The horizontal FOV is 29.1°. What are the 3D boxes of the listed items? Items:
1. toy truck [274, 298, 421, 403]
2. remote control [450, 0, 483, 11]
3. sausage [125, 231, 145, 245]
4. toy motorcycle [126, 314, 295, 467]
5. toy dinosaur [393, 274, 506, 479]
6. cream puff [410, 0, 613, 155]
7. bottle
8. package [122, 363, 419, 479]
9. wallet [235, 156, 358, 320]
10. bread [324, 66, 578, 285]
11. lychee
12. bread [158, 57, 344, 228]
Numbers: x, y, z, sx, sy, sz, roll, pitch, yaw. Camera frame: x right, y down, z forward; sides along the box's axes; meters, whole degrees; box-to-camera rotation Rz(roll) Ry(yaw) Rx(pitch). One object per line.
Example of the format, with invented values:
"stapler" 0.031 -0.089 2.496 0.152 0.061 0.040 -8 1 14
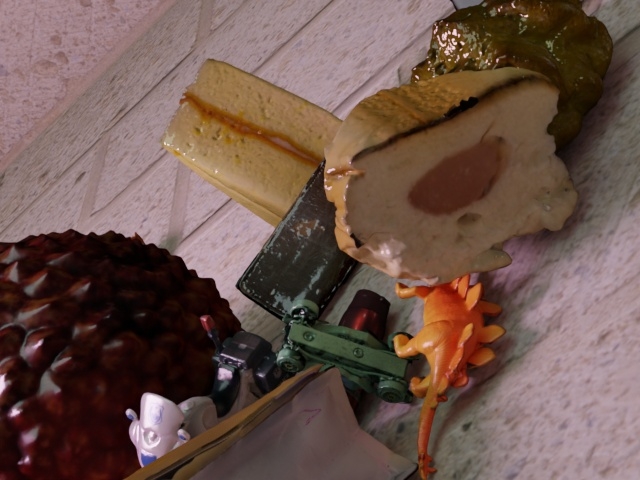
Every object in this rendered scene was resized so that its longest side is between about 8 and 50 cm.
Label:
"toy truck" 0.026 0.130 1.319 0.078 0.154 0.080 112 174 -53
"remote control" 0.241 -0.386 1.772 0.140 0.056 0.296 -41 24 15
"sausage" -0.372 0.133 2.032 0.102 0.102 0.330 -11 46 54
"toy motorcycle" -0.117 0.183 1.307 0.102 0.150 0.221 12 50 37
"toy dinosaur" 0.134 0.102 1.255 0.117 0.070 0.288 -32 35 34
"cream puff" 0.213 -0.182 1.410 0.244 0.196 0.244 -27 6 3
"bottle" 0.034 0.129 1.393 0.060 0.060 0.164 -21 37 48
"package" -0.091 0.246 1.175 0.221 0.165 0.311 -18 13 48
"wallet" 0.000 0.000 1.591 0.232 0.122 0.031 -55 -20 -12
"bread" 0.119 -0.052 1.248 0.224 0.184 0.211 -3 27 33
"lychee" -0.324 0.201 1.489 0.500 0.425 0.424 -21 28 1
"bread" -0.057 -0.124 1.664 0.163 0.264 0.168 -1 59 61
